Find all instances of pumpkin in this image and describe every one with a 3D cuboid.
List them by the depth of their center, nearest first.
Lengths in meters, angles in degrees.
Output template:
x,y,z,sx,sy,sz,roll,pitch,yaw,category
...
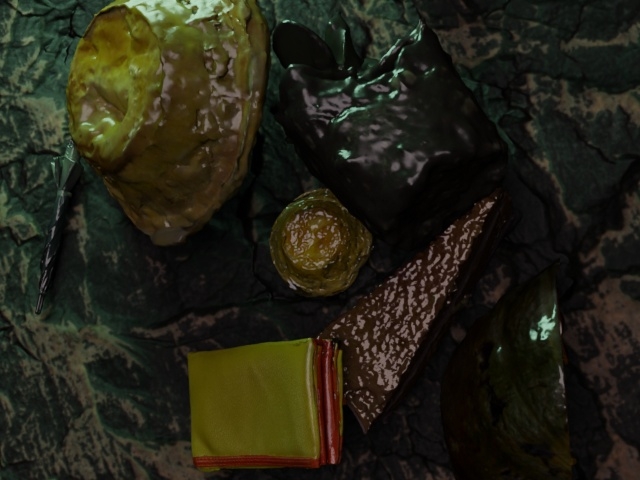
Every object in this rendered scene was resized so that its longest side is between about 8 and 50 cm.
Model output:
x,y,z,sx,sy,sz,roll,pitch,yaw,category
0.190,0.177,1.331,0.148,0.169,0.312,-7,78,12,pumpkin

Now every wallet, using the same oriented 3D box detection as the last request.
x,y,z,sx,sy,sz,roll,pitch,yaw,category
-0.060,0.181,1.406,0.241,0.067,0.141,-12,79,51,wallet

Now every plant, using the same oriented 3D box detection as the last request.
x,y,z,sx,sy,sz,roll,pitch,yaw,category
0.066,-0.135,1.407,0.188,0.199,0.276,-38,64,-5,plant

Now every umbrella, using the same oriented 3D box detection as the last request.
x,y,z,sx,sy,sz,roll,pitch,yaw,category
-0.325,-0.043,1.585,0.044,0.044,0.269,7,80,47,umbrella

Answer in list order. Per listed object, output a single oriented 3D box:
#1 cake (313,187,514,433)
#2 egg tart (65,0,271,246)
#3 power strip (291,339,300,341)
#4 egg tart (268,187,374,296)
x,y,z,sx,sy,sz,roll,pitch,yaw,category
0.106,0.061,1.404,0.113,0.116,0.295,38,92,18,cake
-0.186,-0.168,1.455,0.341,0.129,0.341,-7,81,45,egg tart
-0.051,0.134,1.488,0.083,0.017,0.027,-16,78,14,power strip
0.000,0.000,1.479,0.130,0.052,0.130,-4,76,15,egg tart
